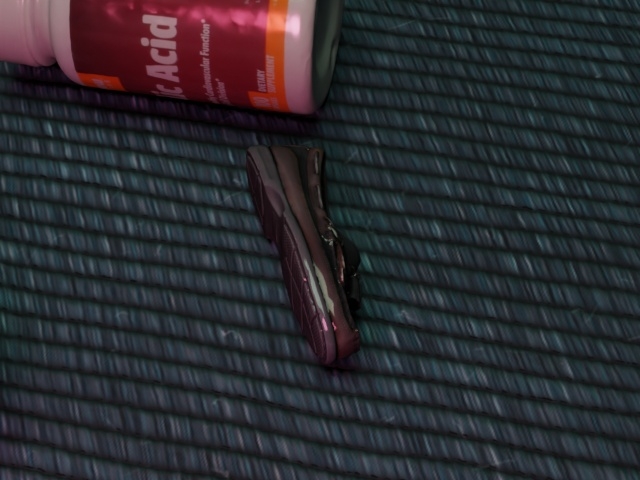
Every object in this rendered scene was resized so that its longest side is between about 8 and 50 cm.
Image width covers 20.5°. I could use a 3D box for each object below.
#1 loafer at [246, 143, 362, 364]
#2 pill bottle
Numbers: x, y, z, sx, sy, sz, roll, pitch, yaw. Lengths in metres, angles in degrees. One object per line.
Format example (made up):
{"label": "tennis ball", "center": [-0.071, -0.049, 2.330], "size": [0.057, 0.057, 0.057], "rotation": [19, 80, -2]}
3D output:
{"label": "loafer", "center": [0.000, 0.000, 1.895], "size": [0.095, 0.109, 0.302], "rotation": [-12, 48, -13]}
{"label": "pill bottle", "center": [-0.181, -0.278, 2.054], "size": [0.392, 0.224, 0.224], "rotation": [8, 51, 9]}
